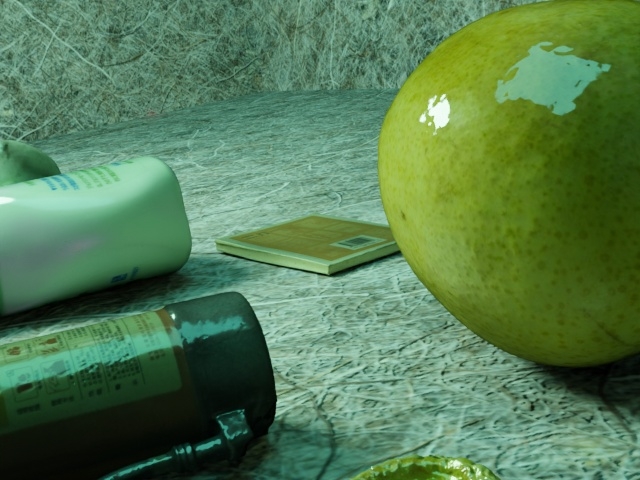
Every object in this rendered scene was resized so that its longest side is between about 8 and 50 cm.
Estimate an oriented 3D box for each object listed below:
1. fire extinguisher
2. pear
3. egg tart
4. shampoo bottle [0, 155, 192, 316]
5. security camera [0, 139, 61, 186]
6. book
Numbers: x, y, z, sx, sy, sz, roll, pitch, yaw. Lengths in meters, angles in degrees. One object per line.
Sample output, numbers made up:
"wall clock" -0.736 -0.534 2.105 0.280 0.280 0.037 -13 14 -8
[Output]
"fire extinguisher" -0.212 0.135 0.703 0.375 0.113 0.200 -12 15 -17
"pear" 0.200 -0.051 0.838 0.314 0.315 0.314 -8 14 2
"egg tart" 0.057 0.158 0.609 0.105 0.039 0.105 -7 14 2
"shampoo bottle" -0.338 0.005 1.228 0.349 0.151 0.222 -14 8 -27
"security camera" -0.474 -0.026 1.349 0.301 0.080 0.157 -30 -18 10
"book" 0.000 0.001 1.332 0.170 0.018 0.241 -16 16 -35
